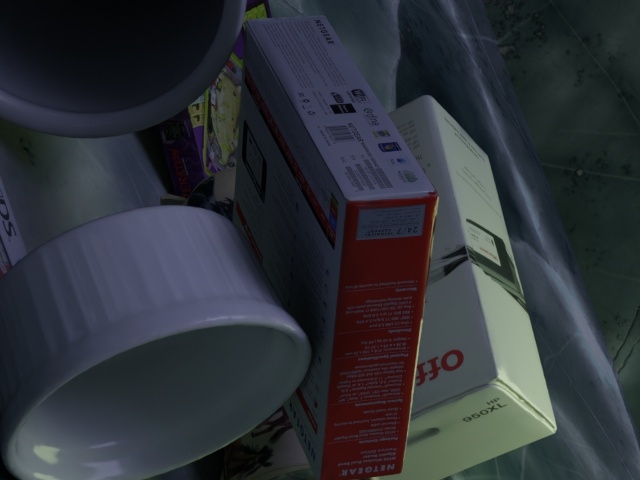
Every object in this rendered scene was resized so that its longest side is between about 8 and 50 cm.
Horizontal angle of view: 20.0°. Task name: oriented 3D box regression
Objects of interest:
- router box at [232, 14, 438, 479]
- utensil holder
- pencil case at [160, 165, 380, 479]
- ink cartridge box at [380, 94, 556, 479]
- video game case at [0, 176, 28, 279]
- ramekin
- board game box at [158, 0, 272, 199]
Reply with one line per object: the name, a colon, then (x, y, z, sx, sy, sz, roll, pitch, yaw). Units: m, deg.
router box: (0.000, 0.000, 1.668, 0.335, 0.082, 0.301, -117, -153, -52)
utensil holder: (-0.224, -0.338, 1.837, 0.327, 0.328, 0.385, 52, 21, -26)
pencil case: (-0.054, 0.118, 1.921, 0.160, 0.184, 0.410, 83, -4, -57)
ink cartridge box: (0.076, 0.078, 2.083, 0.166, 0.285, 0.395, 39, 32, -47)
video game case: (-0.361, -0.051, 1.571, 0.275, 0.035, 0.248, 8, 58, -65)
ramekin: (-0.158, 0.090, 1.565, 0.277, 0.277, 0.135, 26, 35, -57)
board game box: (-0.114, -0.173, 2.186, 0.347, 0.056, 0.208, -43, 118, -67)
